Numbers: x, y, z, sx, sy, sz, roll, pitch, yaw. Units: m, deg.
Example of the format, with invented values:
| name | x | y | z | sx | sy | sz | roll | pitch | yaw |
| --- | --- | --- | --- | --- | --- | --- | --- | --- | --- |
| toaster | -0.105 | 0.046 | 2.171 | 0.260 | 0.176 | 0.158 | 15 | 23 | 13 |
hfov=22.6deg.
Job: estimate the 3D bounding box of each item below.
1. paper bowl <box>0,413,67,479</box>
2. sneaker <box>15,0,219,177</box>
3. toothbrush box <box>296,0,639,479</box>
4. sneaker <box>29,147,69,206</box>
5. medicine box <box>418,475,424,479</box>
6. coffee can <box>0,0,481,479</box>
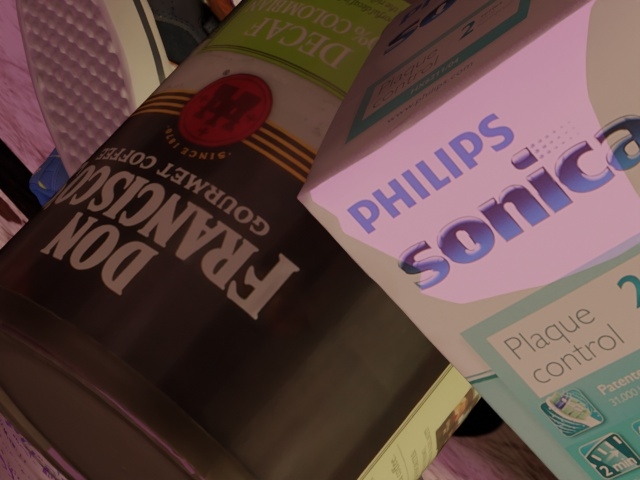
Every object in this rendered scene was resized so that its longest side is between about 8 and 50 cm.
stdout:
| name | x | y | z | sx | sy | sz | roll | pitch | yaw |
| --- | --- | --- | --- | --- | --- | --- | --- | --- | --- |
| paper bowl | -0.090 | 0.117 | 1.158 | 0.284 | 0.148 | 0.284 | 24 | -157 | -11 |
| sneaker | -0.078 | -0.057 | 0.970 | 0.126 | 0.127 | 0.321 | -7 | 104 | 55 |
| toothbrush box | 0.176 | 0.008 | 0.502 | 0.216 | 0.126 | 0.295 | -32 | 108 | 31 |
| sneaker | -0.100 | 0.007 | 1.101 | 0.240 | 0.126 | 0.091 | 43 | 159 | -4 |
| medicine box | 0.035 | 0.322 | 0.980 | 0.263 | 0.149 | 0.289 | 86 | 164 | -51 |
| coffee can | 0.000 | 0.000 | 0.707 | 0.201 | 0.275 | 0.201 | 34 | 158 | 16 |
